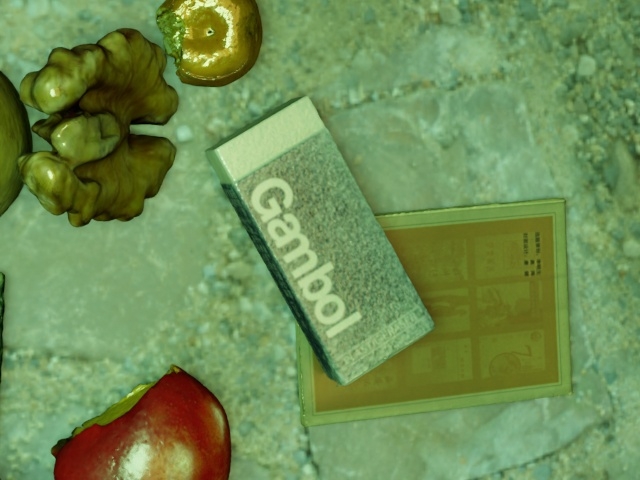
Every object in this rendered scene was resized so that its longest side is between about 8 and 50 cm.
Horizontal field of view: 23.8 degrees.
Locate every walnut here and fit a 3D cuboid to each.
[{"bbox_3d":[-0.164,-0.083,1.096,0.069,0.170,0.143,7,97,23],"label":"walnut"}]

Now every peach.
[{"bbox_3d":[-0.122,0.172,1.146,0.118,0.151,0.151,-16,103,28],"label":"peach"}]

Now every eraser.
[{"bbox_3d":[0.000,0.000,1.186,0.092,0.046,0.212,-31,101,-14],"label":"eraser"}]

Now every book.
[{"bbox_3d":[0.094,0.057,1.254,0.241,0.018,0.170,-5,96,-18],"label":"book"}]

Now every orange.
[{"bbox_3d":[-0.083,-0.160,1.153,0.086,0.062,0.086,-1,100,-5],"label":"orange"}]

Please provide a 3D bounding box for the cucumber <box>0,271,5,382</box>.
[{"bbox_3d":[-0.267,0.124,1.118,0.058,0.052,0.215,6,94,10],"label":"cucumber"}]

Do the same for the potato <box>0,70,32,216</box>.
[{"bbox_3d":[-0.295,-0.064,1.042,0.203,0.158,0.178,2,93,-15],"label":"potato"}]
